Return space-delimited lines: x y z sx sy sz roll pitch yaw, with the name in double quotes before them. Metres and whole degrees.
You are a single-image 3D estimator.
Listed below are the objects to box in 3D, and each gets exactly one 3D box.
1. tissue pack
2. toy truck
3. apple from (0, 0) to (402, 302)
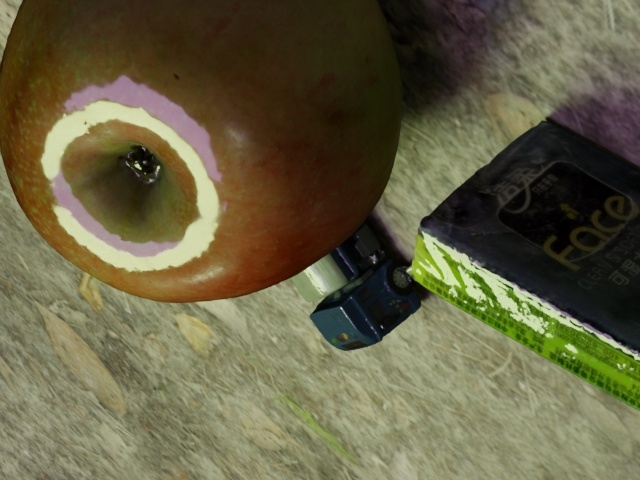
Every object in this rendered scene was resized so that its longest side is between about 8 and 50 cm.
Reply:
"tissue pack" 0.205 0.021 1.351 0.235 0.173 0.073 32 136 25
"toy truck" 0.000 0.000 1.634 0.074 0.088 0.201 -20 108 53
"apple" -0.099 -0.102 1.439 0.319 0.277 0.319 8 111 22
